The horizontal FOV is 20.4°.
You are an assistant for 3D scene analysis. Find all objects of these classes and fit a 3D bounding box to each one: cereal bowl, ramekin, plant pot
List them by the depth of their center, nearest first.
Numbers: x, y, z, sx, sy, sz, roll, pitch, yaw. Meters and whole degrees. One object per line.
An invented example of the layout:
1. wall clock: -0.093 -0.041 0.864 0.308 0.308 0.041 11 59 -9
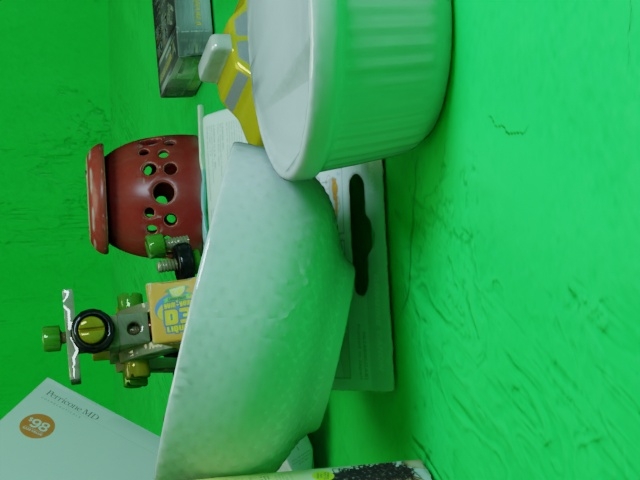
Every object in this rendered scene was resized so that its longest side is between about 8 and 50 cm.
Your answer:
1. ramekin: 0.023 -0.188 1.529 0.273 0.127 0.273 178 90 -77
2. cereal bowl: -0.052 0.086 1.655 0.339 0.141 0.339 -167 90 -89
3. plant pot: -0.266 -0.062 2.698 0.191 0.174 0.191 176 90 -84

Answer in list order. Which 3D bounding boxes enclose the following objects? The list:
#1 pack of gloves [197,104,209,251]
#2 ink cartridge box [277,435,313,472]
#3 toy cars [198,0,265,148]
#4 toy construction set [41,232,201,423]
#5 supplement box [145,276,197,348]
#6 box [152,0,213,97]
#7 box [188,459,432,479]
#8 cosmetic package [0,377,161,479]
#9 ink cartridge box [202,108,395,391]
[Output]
1. pack of gloves: -0.145 -0.057 2.531 0.195 0.046 0.232 92 176 -78
2. ink cartridge box: -0.045 0.247 2.022 0.145 0.045 0.179 10 132 61
3. toy cars: -0.065 -0.282 1.771 0.176 0.087 0.393 -147 61 -67
4. toy construction set: -0.259 0.171 2.428 0.257 0.237 0.308 -147 50 -71
5. supplement box: -0.123 0.094 2.111 0.233 0.078 0.080 27 -124 -67
6. box: -0.206 -0.330 2.660 0.231 0.056 0.183 136 129 -74
7. box: -0.012 0.242 1.538 0.087 0.232 0.058 -125 33 -62
8. cosmetic package: -0.279 0.356 2.221 0.284 0.377 0.097 -44 -29 -46
9. ink cartridge box: 0.000 0.000 1.855 0.385 0.091 0.308 -5 87 60
